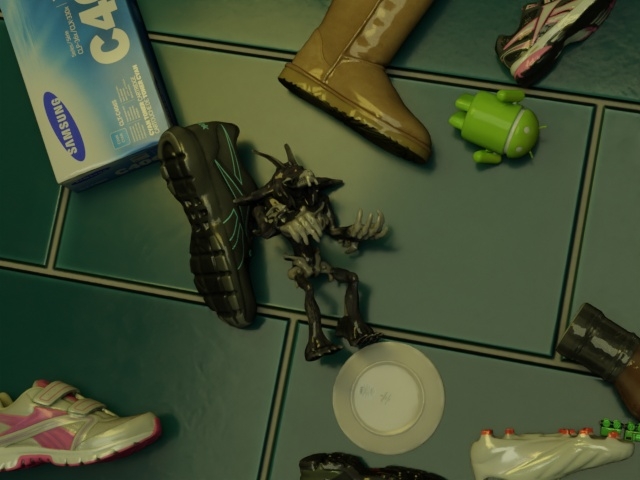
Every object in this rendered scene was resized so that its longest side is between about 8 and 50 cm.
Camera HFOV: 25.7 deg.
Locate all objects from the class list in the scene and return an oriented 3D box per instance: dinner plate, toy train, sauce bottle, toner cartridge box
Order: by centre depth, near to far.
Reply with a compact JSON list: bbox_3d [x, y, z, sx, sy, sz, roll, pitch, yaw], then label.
[{"bbox_3d":[0.438,0.194,1.641,0.344,0.111,0.111,32,88,13],"label":"sauce bottle"},{"bbox_3d":[0.378,0.231,1.690,0.083,0.017,0.023,8,93,10],"label":"toy train"},{"bbox_3d":[0.084,0.196,1.743,0.141,0.017,0.141,-2,81,10],"label":"dinner plate"},{"bbox_3d":[-0.312,-0.255,1.841,0.165,0.075,0.347,-22,79,6],"label":"toner cartridge box"}]

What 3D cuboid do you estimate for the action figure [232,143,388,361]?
[{"bbox_3d":[0.000,0.000,1.714,0.164,0.141,0.275,-13,82,-37],"label":"action figure"}]

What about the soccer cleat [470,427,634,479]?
[{"bbox_3d":[0.278,0.264,1.678,0.196,0.068,0.076,-3,84,17],"label":"soccer cleat"}]

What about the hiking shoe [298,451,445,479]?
[{"bbox_3d":[0.077,0.333,1.700,0.227,0.086,0.114,13,98,16],"label":"hiking shoe"}]

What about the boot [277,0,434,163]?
[{"bbox_3d":[0.103,-0.263,1.770,0.236,0.089,0.269,33,87,12],"label":"boot"}]

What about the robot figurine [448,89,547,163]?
[{"bbox_3d":[0.220,-0.144,1.743,0.115,0.067,0.101,24,114,11],"label":"robot figurine"}]

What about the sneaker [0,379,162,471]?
[{"bbox_3d":[-0.325,0.228,1.759,0.252,0.103,0.111,-6,83,8],"label":"sneaker"}]

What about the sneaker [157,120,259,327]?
[{"bbox_3d":[-0.115,-0.024,1.762,0.106,0.101,0.267,-20,98,-33],"label":"sneaker"}]

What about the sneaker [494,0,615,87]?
[{"bbox_3d":[0.291,-0.279,1.754,0.178,0.072,0.077,-41,67,-4],"label":"sneaker"}]
